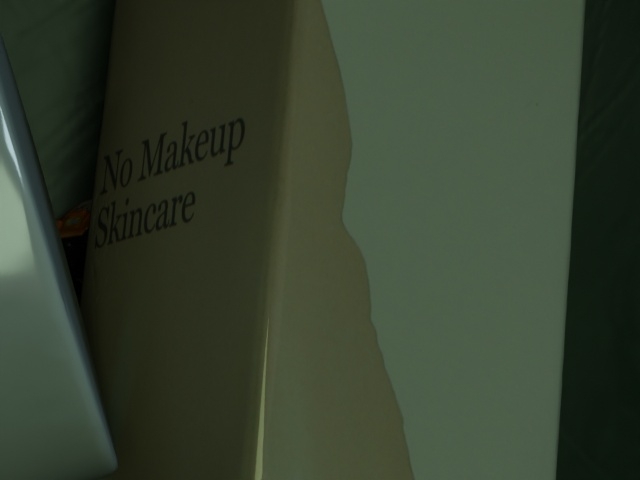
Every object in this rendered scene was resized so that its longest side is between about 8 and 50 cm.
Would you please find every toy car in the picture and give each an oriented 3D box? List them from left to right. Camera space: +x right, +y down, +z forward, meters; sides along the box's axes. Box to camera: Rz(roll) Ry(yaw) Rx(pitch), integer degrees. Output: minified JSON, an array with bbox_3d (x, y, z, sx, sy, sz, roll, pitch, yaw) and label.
[{"bbox_3d":[-0.109,-0.025,0.700,0.122,0.060,0.040,44,49,-16],"label":"toy car"}]

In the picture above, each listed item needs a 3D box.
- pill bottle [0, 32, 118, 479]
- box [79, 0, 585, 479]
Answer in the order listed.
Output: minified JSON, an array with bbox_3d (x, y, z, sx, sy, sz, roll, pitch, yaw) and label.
[{"bbox_3d":[-0.279,0.045,0.548,0.408,0.229,0.229,-16,94,-5],"label":"pill bottle"},{"bbox_3d":[0.000,0.000,0.640,0.121,0.148,0.311,12,75,-31],"label":"box"}]
